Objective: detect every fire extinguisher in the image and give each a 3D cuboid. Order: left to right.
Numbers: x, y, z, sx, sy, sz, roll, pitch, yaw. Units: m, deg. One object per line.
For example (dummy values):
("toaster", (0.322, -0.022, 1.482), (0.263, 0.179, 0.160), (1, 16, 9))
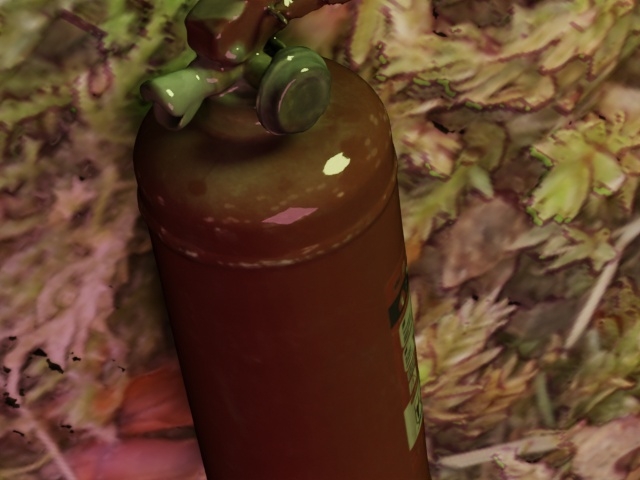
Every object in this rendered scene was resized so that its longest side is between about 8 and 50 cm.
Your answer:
("fire extinguisher", (0.000, 0.000, 0.809), (0.147, 0.106, 0.337), (-37, 141, -28))
